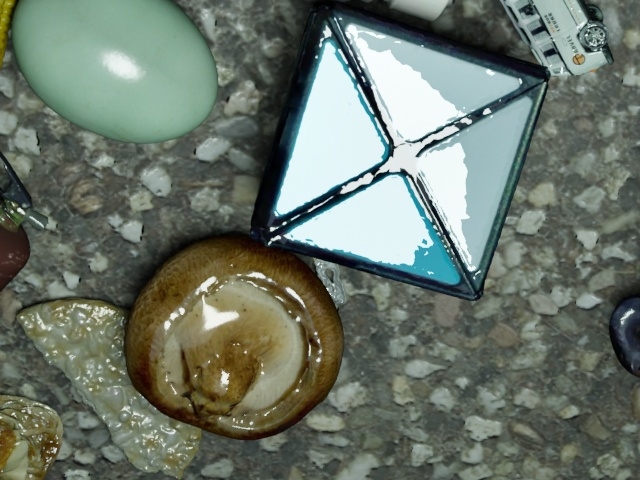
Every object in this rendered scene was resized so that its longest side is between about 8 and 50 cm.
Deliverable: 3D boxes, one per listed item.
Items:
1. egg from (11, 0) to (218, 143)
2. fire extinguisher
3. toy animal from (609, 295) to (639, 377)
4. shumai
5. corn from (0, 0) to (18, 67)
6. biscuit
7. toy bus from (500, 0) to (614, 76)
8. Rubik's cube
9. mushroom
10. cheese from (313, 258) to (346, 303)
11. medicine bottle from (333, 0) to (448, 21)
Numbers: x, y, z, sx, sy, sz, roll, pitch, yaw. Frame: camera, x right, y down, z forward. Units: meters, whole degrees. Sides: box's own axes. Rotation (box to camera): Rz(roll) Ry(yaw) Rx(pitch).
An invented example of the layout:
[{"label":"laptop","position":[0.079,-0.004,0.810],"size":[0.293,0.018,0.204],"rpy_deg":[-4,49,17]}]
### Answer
[{"label":"egg","position":[-0.216,-0.194,1.425],"size":[0.230,0.168,0.168],"rpy_deg":[29,108,-14]},{"label":"fire extinguisher","position":[-0.440,0.041,1.542],"size":[0.337,0.114,0.135],"rpy_deg":[-43,118,14]},{"label":"toy animal","position":[0.461,0.043,1.545],"size":[0.185,0.122,0.298],"rpy_deg":[27,108,-10]},{"label":"shumai","position":[-0.392,0.262,1.630],"size":[0.145,0.116,0.146],"rpy_deg":[-1,113,-1]},{"label":"corn","position":[-0.414,-0.177,1.433],"size":[0.131,0.131,0.345],"rpy_deg":[20,100,-8]},{"label":"biscuit","position":[-0.229,0.164,1.634],"size":[0.141,0.038,0.290],"rpy_deg":[-34,106,7]},{"label":"toy bus","position":[0.243,-0.261,1.448],"size":[0.089,0.087,0.194],"rpy_deg":[-28,109,17]},{"label":"Rubik's cube","position":[0.076,-0.100,1.402],"size":[0.248,0.250,0.246],"rpy_deg":[15,98,-4]},{"label":"mushroom","position":[-0.100,0.113,1.548],"size":[0.253,0.153,0.253],"rpy_deg":[-3,105,-11]},{"label":"cheese","position":[0.000,0.000,1.572],"size":[0.086,0.036,0.163],"rpy_deg":[-11,111,5]},{"label":"medicine bottle","position":[0.004,-0.338,1.369],"size":[0.292,0.170,0.170],"rpy_deg":[19,110,-7]}]
